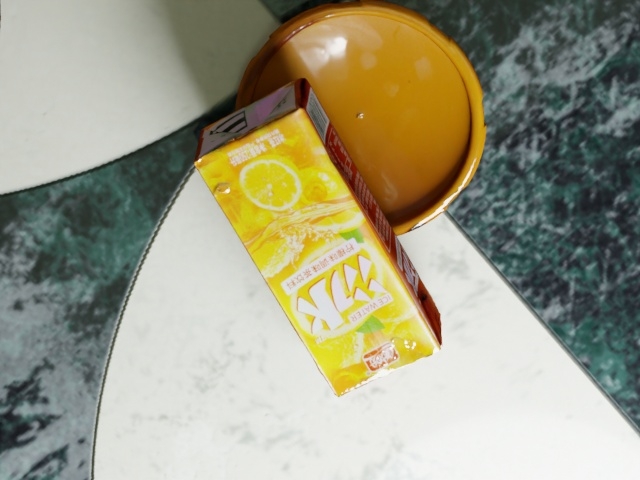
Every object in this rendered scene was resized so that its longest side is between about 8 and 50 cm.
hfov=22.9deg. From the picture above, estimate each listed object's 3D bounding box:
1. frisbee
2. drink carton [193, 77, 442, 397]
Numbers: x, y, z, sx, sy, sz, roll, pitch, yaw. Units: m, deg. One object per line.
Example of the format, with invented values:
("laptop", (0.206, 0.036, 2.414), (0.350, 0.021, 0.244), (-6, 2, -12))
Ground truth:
("frisbee", (0.030, -0.092, 1.212), (0.192, 0.035, 0.192), (1, 112, 2))
("drink carton", (0.000, 0.000, 1.195), (0.096, 0.071, 0.223), (-27, 110, 13))
